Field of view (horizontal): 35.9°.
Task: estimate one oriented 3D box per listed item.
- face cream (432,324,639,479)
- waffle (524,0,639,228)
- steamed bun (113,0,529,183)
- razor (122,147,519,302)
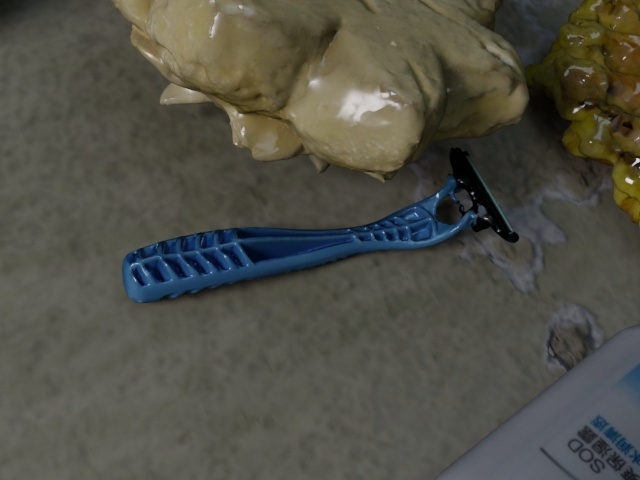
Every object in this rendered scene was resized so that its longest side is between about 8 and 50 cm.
[{"bbox_3d":[0.131,0.180,0.539,0.337,0.080,0.163,-29,72,-30],"label":"face cream"},{"bbox_3d":[0.312,-0.099,0.781,0.301,0.058,0.281,-9,64,-24],"label":"waffle"},{"bbox_3d":[-0.010,-0.135,0.646,0.295,0.137,0.292,-3,47,-40],"label":"steamed bun"},{"bbox_3d":[0.000,0.000,0.628,0.253,0.042,0.082,-12,55,-22],"label":"razor"}]
